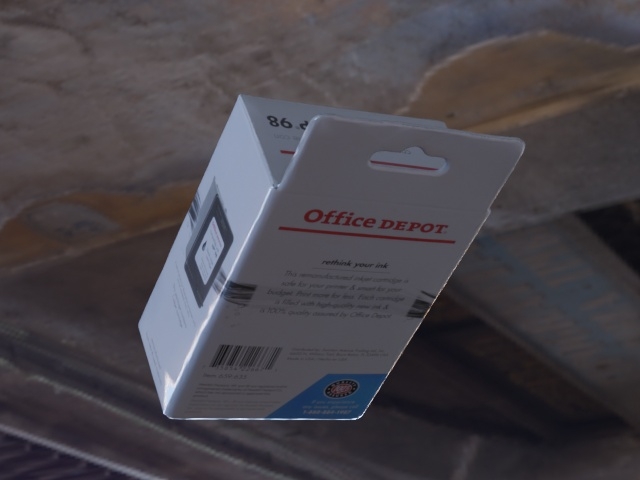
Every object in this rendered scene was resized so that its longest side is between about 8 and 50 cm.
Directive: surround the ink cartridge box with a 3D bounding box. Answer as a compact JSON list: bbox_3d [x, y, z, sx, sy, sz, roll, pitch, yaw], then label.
[{"bbox_3d":[0.000,0.000,0.594,0.104,0.180,0.060,5,-137,-28],"label":"ink cartridge box"}]
